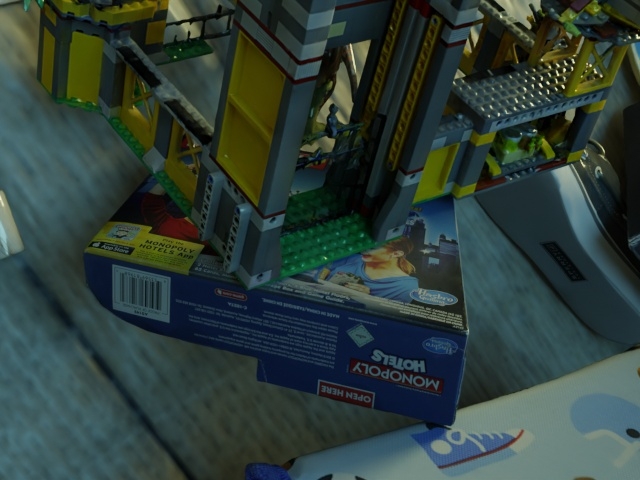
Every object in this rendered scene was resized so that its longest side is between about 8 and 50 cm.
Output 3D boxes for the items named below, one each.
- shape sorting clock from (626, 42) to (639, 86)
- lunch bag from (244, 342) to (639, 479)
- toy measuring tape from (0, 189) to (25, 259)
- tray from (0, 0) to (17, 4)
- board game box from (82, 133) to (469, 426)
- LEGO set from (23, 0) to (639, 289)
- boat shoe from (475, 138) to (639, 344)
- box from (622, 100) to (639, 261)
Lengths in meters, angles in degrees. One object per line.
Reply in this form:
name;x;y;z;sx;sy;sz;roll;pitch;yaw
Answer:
shape sorting clock;0.316;-0.166;0.914;0.206;0.040;0.206;1;88;-31
lunch bag;0.108;0.269;0.659;0.328;0.239;0.385;-13;127;-31
toy measuring tape;-0.275;0.050;0.521;0.330;0.121;0.121;-25;101;-29
tray;-0.115;-0.208;0.636;0.270;0.030;0.145;-21;142;-29
board game box;0.000;0.000;0.649;0.194;0.194;0.060;-59;158;-56
LEGO set;0.025;-0.139;0.599;0.331;0.255;0.192;-11;138;-27
boat shoe;0.175;-0.028;0.808;0.228;0.080;0.076;48;61;-21
box;0.405;-0.014;0.793;0.296;0.294;0.182;47;32;-23
